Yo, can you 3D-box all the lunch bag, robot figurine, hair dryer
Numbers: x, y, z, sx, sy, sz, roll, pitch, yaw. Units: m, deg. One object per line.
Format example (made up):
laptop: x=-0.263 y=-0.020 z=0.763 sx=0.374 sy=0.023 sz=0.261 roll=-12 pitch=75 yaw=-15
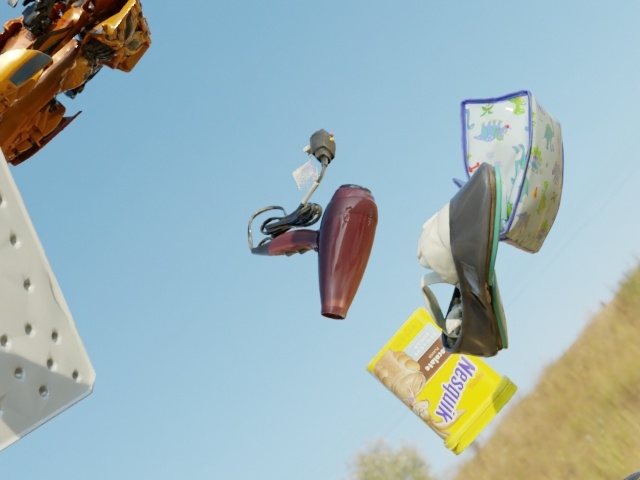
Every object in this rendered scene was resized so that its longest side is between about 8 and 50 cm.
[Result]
lunch bag: x=0.204 y=-0.067 z=1.109 sx=0.096 sy=0.151 sz=0.129 roll=-8 pitch=-12 yaw=29
robot figurine: x=-0.290 y=-0.181 z=1.116 sx=0.291 sy=0.085 sz=0.211 roll=-45 pitch=-11 yaw=-11
hair dryer: x=0.000 y=0.000 z=1.524 sx=0.080 sy=0.294 sz=0.224 roll=18 pitch=-57 yaw=-31

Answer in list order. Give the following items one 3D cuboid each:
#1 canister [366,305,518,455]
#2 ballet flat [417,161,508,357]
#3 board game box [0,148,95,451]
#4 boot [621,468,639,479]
canister: x=0.161 y=0.187 z=1.414 sx=0.126 sy=0.170 sz=0.073 roll=-49 pitch=-6 yaw=2
ballet flat: x=0.112 y=0.024 z=0.828 sx=0.074 sy=0.074 sz=0.203 roll=-38 pitch=-40 yaw=-23
board game box: x=-0.385 y=0.020 z=0.804 sx=0.050 sy=0.390 sz=0.390 roll=-18 pitch=8 yaw=33
boot: x=0.299 y=0.273 z=1.038 sx=0.229 sy=0.091 sz=0.263 roll=3 pitch=-37 yaw=-42
